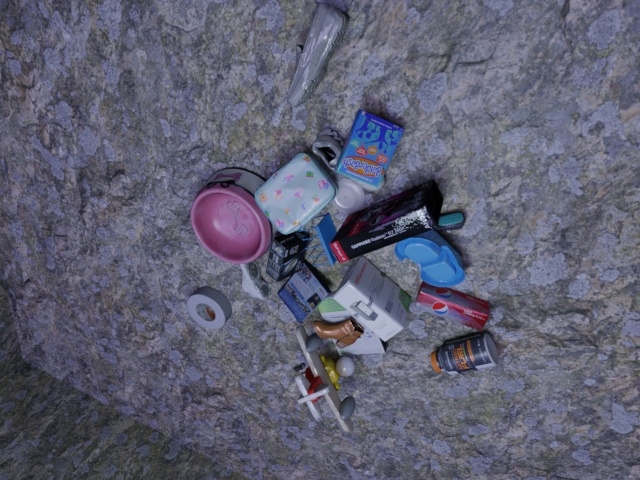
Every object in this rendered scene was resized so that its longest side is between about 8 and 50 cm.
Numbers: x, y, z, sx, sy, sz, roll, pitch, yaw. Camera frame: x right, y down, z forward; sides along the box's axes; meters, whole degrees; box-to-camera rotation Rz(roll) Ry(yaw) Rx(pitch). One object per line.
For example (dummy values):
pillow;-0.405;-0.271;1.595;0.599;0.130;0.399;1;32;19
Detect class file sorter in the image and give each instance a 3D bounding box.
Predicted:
file sorter;0.000;0.000;1.636;0.104;0.118;0.171;-10;115;31

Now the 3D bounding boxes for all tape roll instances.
tape roll;-0.559;0.341;2.088;0.219;0.072;0.220;11;122;17

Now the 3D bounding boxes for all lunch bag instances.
lunch bag;-0.088;-0.165;1.534;0.279;0.108;0.224;-39;93;17

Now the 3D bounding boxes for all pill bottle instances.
pill bottle;0.570;0.463;1.666;0.245;0.130;0.131;-26;107;32

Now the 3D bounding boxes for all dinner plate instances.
dinner plate;0.098;-0.165;1.560;0.141;0.017;0.141;11;122;18

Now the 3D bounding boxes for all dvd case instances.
dvd case;-0.077;0.228;1.820;0.180;0.022;0.253;50;127;16

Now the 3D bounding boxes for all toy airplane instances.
toy airplane;0.025;0.595;1.812;0.272;0.385;0.386;-26;132;-2

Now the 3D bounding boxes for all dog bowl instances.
dog bowl;-0.350;-0.082;1.709;0.407;0.150;0.409;10;122;17
dog bowl;0.395;0.056;1.483;0.297;0.074;0.165;38;141;-25

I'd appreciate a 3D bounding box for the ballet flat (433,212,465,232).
ballet flat;0.408;-0.054;1.469;0.202;0.074;0.074;-6;116;19

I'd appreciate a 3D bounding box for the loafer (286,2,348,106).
loafer;-0.031;-0.580;1.319;0.111;0.112;0.320;36;118;5

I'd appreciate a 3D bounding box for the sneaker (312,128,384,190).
sneaker;0.092;-0.262;1.445;0.292;0.118;0.110;36;124;-3

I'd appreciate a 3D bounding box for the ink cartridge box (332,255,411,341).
ink cartridge box;0.207;0.224;1.631;0.272;0.198;0.115;40;126;-4

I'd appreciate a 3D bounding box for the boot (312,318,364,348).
boot;0.077;0.375;1.785;0.197;0.073;0.152;35;128;-14

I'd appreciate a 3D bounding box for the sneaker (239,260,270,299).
sneaker;-0.327;0.179;1.891;0.115;0.090;0.232;-10;114;30

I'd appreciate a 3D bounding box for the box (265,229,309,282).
box;-0.134;0.059;1.695;0.077;0.147;0.180;36;128;27

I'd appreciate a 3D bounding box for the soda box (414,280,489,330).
soda box;0.502;0.246;1.589;0.263;0.092;0.084;18;123;12

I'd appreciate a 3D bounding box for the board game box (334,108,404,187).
board game box;0.158;-0.299;1.363;0.159;0.047;0.211;17;107;-17

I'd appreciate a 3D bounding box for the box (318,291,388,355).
box;0.138;0.363;1.829;0.232;0.058;0.322;-11;115;27

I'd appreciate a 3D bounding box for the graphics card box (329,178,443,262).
graphics card box;0.228;-0.065;1.433;0.370;0.233;0.094;-21;108;31
